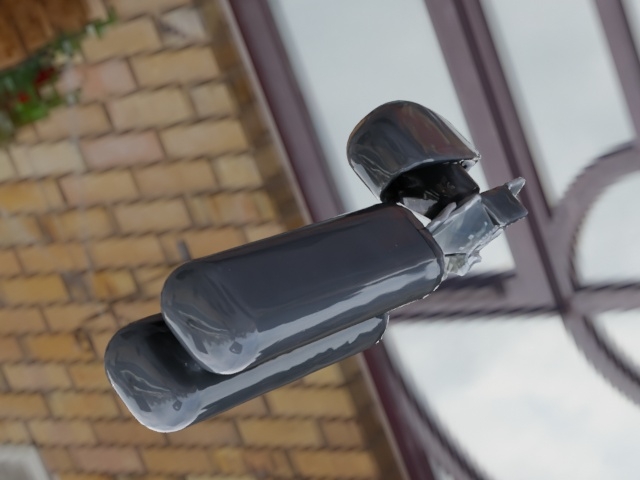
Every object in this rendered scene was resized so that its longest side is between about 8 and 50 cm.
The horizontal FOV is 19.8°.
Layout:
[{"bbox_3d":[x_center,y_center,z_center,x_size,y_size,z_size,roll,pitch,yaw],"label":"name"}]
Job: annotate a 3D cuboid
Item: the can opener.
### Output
[{"bbox_3d":[0.000,0.000,0.787,0.076,0.095,0.283,-45,165,29],"label":"can opener"}]
